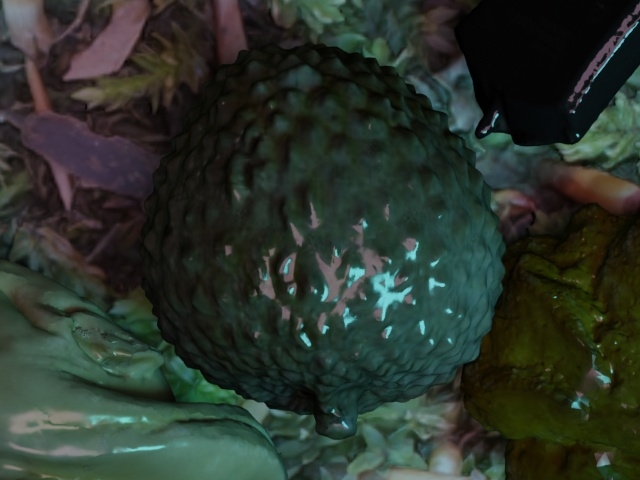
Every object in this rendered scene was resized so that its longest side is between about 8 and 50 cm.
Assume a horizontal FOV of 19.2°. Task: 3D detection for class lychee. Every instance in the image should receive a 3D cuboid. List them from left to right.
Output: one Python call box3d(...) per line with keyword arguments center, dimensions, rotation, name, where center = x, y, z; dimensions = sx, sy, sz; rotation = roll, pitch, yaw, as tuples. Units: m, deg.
box3d(center=(0.000, 0.000, 1.298), dimensions=(0.255, 0.255, 0.274), rotation=(-4, 72, -4), name="lychee")

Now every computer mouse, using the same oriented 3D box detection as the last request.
box3d(center=(0.197, -0.171, 1.310), dimensions=(0.088, 0.147, 0.264), rotation=(31, 101, -42), name="computer mouse")

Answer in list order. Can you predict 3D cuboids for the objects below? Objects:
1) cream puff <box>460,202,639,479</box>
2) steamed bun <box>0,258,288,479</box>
box3d(center=(0.222, 0.094, 1.380), dimensions=(0.244, 0.196, 0.244), rotation=(11, 121, 18), name="cream puff")
box3d(center=(-0.199, 0.226, 1.306), dimensions=(0.346, 0.237, 0.394), rotation=(-11, 116, 16), name="steamed bun")
